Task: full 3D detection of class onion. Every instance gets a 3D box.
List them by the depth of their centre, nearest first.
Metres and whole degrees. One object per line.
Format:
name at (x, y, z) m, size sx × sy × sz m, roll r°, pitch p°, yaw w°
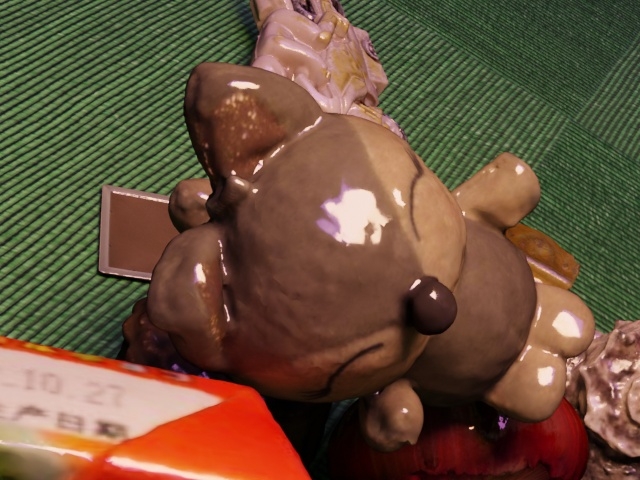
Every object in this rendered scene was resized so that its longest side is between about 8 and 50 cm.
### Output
onion at (0.129, 0.192, 1.088) m, size 0.248 × 0.248 × 0.161 m, roll 12°, pitch 47°, yaw -16°

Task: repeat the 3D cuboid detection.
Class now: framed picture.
framed picture at (-0.163, 0.002, 1.308) m, size 0.183 × 0.011 × 0.142 m, roll 10°, pitch 43°, yaw -19°

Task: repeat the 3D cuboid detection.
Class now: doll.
doll at (-0.012, 0.033, 0.942) m, size 0.382 × 0.378 × 0.252 m, roll 27°, pitch 68°, yaw -33°

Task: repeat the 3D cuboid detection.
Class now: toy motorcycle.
toy motorcycle at (-0.013, -0.241, 1.576) m, size 0.223 × 0.108 × 0.341 m, roll 3°, pitch 52°, yaw -34°

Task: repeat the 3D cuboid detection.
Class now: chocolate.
chocolate at (-0.219, 0.237, 0.778) m, size 0.341 × 0.360 × 0.161 m, roll 14°, pitch 26°, yaw -15°

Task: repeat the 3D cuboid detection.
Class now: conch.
conch at (0.300, 0.167, 1.210) m, size 0.313 × 0.241 × 0.186 m, roll 29°, pitch 24°, yaw 23°

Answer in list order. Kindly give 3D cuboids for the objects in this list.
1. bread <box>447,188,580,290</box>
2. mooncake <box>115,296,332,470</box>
bread at (0.166, 0.017, 1.380) m, size 0.267 × 0.130 × 0.152 m, roll 29°, pitch 44°, yaw 4°
mooncake at (-0.091, 0.135, 1.116) m, size 0.228 × 0.124 × 0.228 m, roll 15°, pitch 39°, yaw -13°
